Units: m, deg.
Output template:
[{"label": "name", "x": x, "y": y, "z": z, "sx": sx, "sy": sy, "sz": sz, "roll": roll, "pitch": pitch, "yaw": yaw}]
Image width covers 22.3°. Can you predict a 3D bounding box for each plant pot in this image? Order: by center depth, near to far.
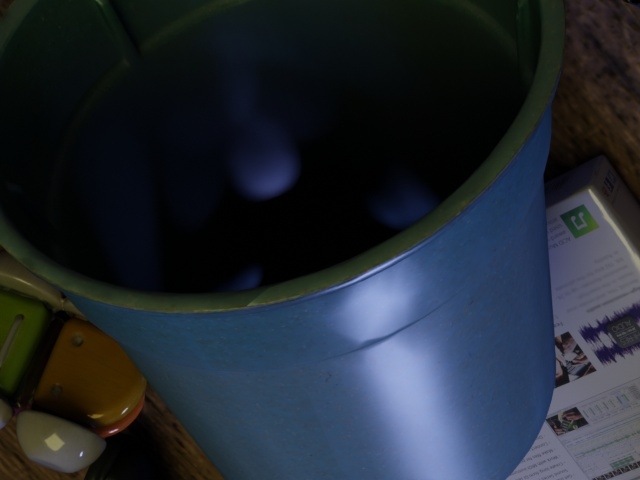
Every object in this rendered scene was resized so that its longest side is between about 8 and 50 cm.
[{"label": "plant pot", "x": 0.000, "y": 0.000, "z": 1.006, "sx": 0.341, "sy": 0.341, "sz": 0.334, "roll": 1, "pitch": 142, "yaw": 17}]

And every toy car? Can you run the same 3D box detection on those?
[{"label": "toy car", "x": -0.230, "y": 0.106, "z": 1.354, "sx": 0.182, "sy": 0.159, "sz": 0.136, "roll": 20, "pitch": 163, "yaw": 4}]

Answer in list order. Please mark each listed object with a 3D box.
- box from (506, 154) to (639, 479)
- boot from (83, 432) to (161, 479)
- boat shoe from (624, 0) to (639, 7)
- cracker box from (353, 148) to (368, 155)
[{"label": "box", "x": 0.205, "y": 0.116, "z": 1.240, "sx": 0.232, "sy": 0.058, "sz": 0.322, "roll": -28, "pitch": 105, "yaw": 34}, {"label": "boot", "x": -0.104, "y": 0.285, "z": 1.441, "sx": 0.207, "sy": 0.094, "sz": 0.246, "roll": 15, "pitch": 132, "yaw": 13}, {"label": "boat shoe", "x": 0.232, "y": -0.277, "z": 0.940, "sx": 0.158, "sy": 0.127, "sz": 0.341, "roll": 6, "pitch": 125, "yaw": 5}, {"label": "cracker box", "x": -0.045, "y": -0.156, "z": 1.150, "sx": 0.155, "sy": 0.067, "sz": 0.232, "roll": -21, "pitch": 113, "yaw": 28}]
